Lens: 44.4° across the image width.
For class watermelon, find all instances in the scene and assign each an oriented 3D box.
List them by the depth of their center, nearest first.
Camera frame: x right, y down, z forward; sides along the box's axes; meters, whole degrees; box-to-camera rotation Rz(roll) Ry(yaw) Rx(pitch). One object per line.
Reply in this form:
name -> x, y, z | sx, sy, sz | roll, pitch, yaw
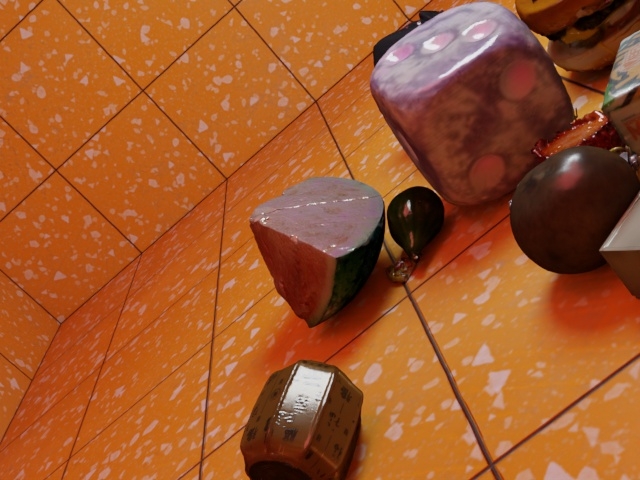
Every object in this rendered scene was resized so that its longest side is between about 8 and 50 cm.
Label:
watermelon -> 0.017, 0.029, 1.555 | 0.319, 0.222, 0.292 | 15, 29, 39

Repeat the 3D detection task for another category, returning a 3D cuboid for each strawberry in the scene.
strawberry -> 0.417, -0.144, 1.247 | 0.145, 0.086, 0.145 | -36, 21, 16

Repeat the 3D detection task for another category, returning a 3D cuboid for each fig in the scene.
fig -> 0.173, -0.027, 1.463 | 0.117, 0.117, 0.177 | -32, 21, 30

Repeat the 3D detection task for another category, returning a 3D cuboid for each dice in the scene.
dice -> 0.269, -0.247, 1.423 | 0.271, 0.270, 0.270 | -35, 31, 4

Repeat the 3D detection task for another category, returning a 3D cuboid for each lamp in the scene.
lamp -> -0.023, 0.273, 1.127 | 0.161, 0.161, 0.185 | -28, 23, 39

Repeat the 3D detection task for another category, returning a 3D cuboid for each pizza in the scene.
pizza -> 0.154, 0.044, 1.469 | 0.078, 0.025, 0.083 | -45, 18, -7

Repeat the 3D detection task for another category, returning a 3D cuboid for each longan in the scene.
longan -> 0.341, -0.041, 1.046 | 0.167, 0.167, 0.187 | -53, -14, -29

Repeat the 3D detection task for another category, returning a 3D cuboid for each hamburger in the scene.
hamburger -> 0.533, -0.464, 1.506 | 0.291, 0.225, 0.291 | -41, 23, 22

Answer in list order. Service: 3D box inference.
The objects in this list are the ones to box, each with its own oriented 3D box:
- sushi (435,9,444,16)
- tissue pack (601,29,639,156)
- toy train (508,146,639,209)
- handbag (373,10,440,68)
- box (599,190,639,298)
sushi -> 0.229, -0.358, 1.635 | 0.192, 0.050, 0.215 | -49, 50, 25
tissue pack -> 0.579, -0.271, 1.127 | 0.311, 0.128, 0.228 | -25, 23, 42
toy train -> 0.384, -0.071, 1.175 | 0.202, 0.081, 0.060 | -21, 28, 33
handbag -> 0.309, -0.446, 1.815 | 0.302, 0.178, 0.275 | -4, -10, -37
box -> 0.450, -0.007, 0.874 | 0.129, 0.086, 0.225 | -49, 19, -21
